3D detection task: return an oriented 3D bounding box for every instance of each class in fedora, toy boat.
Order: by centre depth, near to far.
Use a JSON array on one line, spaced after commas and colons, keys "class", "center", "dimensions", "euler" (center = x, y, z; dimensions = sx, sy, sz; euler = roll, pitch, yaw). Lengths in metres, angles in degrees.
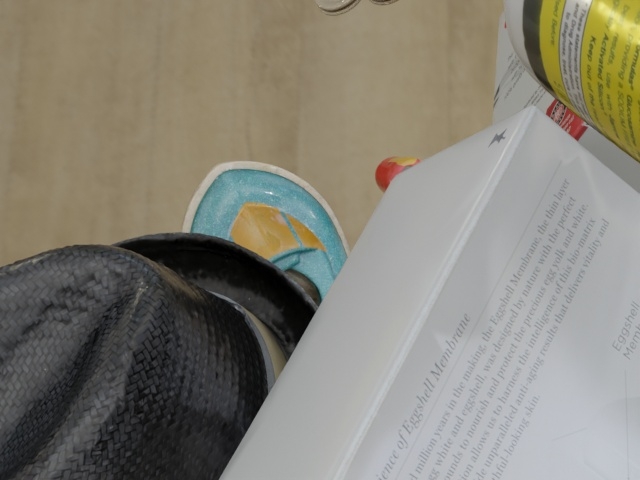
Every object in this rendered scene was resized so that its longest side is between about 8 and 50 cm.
[{"class": "fedora", "center": [-0.151, 0.117, 0.890], "dimensions": [0.334, 0.152, 0.334], "euler": [-11, 57, 18]}, {"class": "toy boat", "center": [0.000, 0.000, 1.802], "dimensions": [0.318, 0.148, 0.267], "euler": [-33, 109, -10]}]

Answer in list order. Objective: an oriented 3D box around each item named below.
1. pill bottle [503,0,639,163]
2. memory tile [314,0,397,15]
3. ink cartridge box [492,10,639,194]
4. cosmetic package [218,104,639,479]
[{"class": "pill bottle", "center": [0.258, -0.081, 0.804], "dimensions": [0.188, 0.188, 0.334], "euler": [-43, 47, 0]}, {"class": "memory tile", "center": [0.052, -0.217, 1.080], "dimensions": [0.113, 0.012, 0.148], "euler": [-8, 57, 26]}, {"class": "ink cartridge box", "center": [0.231, -0.135, 1.355], "dimensions": [0.114, 0.197, 0.272], "euler": [15, 55, -12]}, {"class": "cosmetic package", "center": [0.098, 0.102, 0.740], "dimensions": [0.225, 0.138, 0.224], "euler": [39, 63, -16]}]
